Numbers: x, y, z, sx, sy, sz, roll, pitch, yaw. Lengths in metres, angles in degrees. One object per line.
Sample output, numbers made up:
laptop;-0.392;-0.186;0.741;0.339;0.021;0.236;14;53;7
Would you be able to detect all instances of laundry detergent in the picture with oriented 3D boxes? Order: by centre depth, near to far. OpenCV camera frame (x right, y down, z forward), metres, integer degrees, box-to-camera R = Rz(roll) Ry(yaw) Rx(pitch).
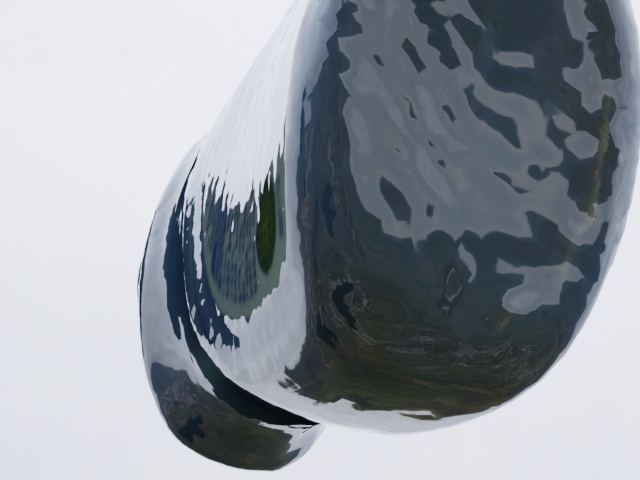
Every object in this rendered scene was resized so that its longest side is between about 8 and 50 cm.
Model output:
laundry detergent;0.000;0.000;0.539;0.094;0.143;0.290;10;-15;-14
